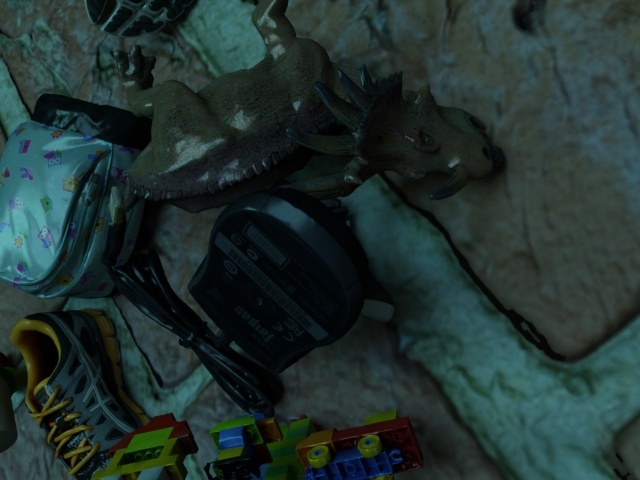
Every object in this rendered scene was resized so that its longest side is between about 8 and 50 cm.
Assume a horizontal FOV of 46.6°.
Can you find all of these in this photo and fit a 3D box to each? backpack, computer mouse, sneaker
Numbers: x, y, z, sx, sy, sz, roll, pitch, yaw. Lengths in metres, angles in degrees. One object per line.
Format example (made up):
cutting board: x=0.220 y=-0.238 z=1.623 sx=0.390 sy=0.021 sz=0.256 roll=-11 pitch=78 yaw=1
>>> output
backpack: x=-0.228 y=-0.037 z=0.682 sx=0.151 sy=0.115 sz=0.182 roll=17 pitch=92 yaw=36
computer mouse: x=-0.061 y=0.010 z=0.485 sx=0.184 sy=0.060 sz=0.262 roll=41 pitch=148 yaw=6
sneaker: x=0.000 y=0.000 z=0.538 sx=0.158 sy=0.061 sz=0.065 roll=36 pitch=94 yaw=36
sneaker: x=-0.209 y=0.150 z=0.642 sx=0.084 sy=0.083 sz=0.215 roll=-44 pitch=58 yaw=18
sneaker: x=-0.159 y=-0.327 z=0.731 sx=0.118 sy=0.107 sz=0.279 roll=18 pitch=87 yaw=57

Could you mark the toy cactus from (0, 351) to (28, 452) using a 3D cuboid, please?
toy cactus: x=-0.310 y=0.108 z=0.671 sx=0.112 sy=0.219 sz=0.180 roll=-26 pitch=56 yaw=-22

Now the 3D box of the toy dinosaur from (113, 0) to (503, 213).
toy dinosaur: x=-0.047 y=-0.072 z=0.518 sx=0.295 sy=0.127 sz=0.200 roll=-25 pitch=52 yaw=15

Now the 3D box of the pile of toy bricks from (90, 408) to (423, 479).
pile of toy bricks: x=-0.030 y=0.154 z=0.496 sx=0.212 sy=0.105 sz=0.118 roll=-15 pitch=110 yaw=15
